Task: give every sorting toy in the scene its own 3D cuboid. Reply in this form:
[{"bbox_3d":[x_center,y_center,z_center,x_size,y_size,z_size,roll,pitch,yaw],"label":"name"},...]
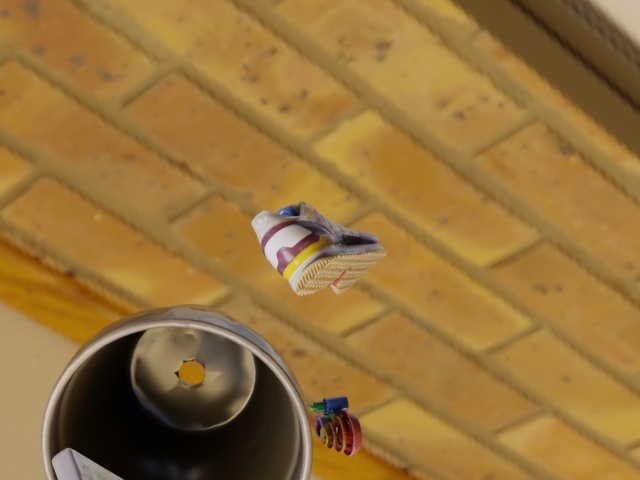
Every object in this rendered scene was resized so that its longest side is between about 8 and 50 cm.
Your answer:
[{"bbox_3d":[0.009,0.199,1.676,0.042,0.102,0.061,-5,-88,-19],"label":"sorting toy"}]

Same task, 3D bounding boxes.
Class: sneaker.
[{"bbox_3d":[0.000,0.000,1.438,0.084,0.069,0.185,50,-167,13],"label":"sneaker"}]

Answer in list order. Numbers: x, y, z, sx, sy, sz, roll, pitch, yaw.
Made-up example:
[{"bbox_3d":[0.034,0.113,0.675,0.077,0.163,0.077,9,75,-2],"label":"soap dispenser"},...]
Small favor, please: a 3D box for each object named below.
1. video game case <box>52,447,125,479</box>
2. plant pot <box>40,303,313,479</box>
[{"bbox_3d":[-0.141,0.293,1.347,0.212,0.023,0.193,45,-166,-52],"label":"video game case"},{"bbox_3d":[-0.168,0.211,1.964,0.323,0.323,0.280,52,-171,-11],"label":"plant pot"}]
